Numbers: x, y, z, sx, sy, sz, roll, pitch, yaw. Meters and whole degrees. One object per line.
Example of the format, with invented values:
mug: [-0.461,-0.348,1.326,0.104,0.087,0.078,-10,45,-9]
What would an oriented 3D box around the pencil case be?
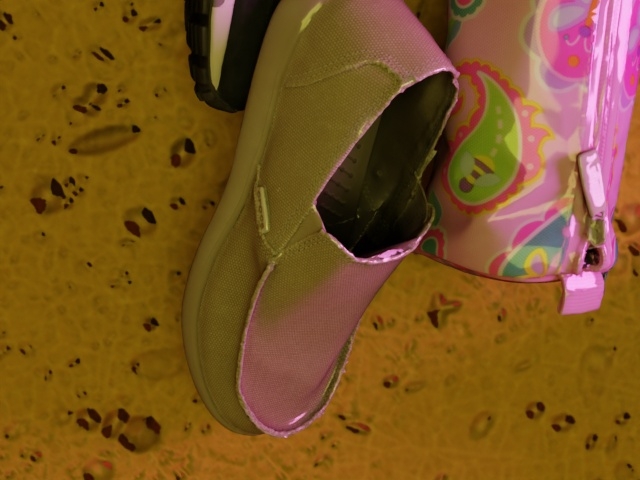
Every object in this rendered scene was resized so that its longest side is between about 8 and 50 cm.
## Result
pencil case: [0.120,-0.111,0.590,0.124,0.124,0.284,5,101,-8]

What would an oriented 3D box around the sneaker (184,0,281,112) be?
sneaker: [0.009,-0.197,0.571,0.124,0.107,0.283,10,101,-15]

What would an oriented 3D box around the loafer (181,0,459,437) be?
loafer: [0.000,0.000,0.583,0.102,0.092,0.268,-13,126,-40]
